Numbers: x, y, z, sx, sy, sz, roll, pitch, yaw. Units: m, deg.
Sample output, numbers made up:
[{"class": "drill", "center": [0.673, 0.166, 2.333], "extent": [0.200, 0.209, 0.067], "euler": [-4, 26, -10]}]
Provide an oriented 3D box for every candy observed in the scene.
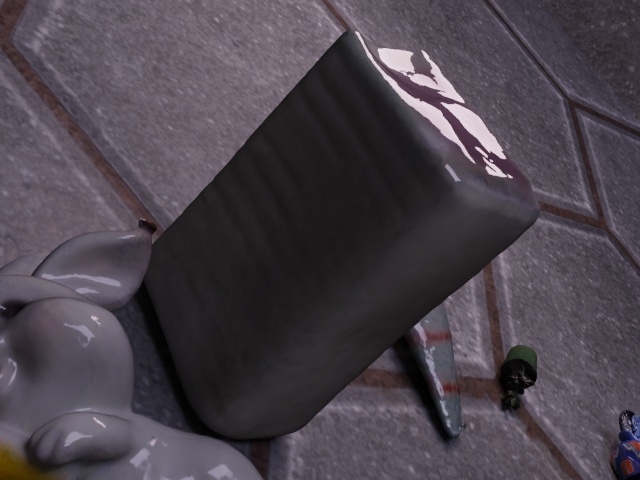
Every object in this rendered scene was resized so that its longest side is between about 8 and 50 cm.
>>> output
[{"class": "candy", "center": [0.000, 0.002, 1.021], "extent": [0.145, 0.358, 0.208], "euler": [6, 47, -52]}]

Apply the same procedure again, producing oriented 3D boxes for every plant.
[{"class": "plant", "center": [0.259, 0.182, 1.486], "extent": [0.051, 0.051, 0.102], "euler": [44, 34, -11]}]

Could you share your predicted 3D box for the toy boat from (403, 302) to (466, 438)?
[{"class": "toy boat", "center": [0.126, 0.101, 1.377], "extent": [0.282, 0.096, 0.206], "euler": [68, 17, 13]}]

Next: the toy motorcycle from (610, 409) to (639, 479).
[{"class": "toy motorcycle", "center": [0.476, 0.337, 1.590], "extent": [0.205, 0.076, 0.114], "euler": [55, 38, 6]}]

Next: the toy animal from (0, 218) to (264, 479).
[{"class": "toy animal", "center": [-0.173, 0.132, 0.812], "extent": [0.310, 0.183, 0.247], "euler": [49, 23, 10]}]
